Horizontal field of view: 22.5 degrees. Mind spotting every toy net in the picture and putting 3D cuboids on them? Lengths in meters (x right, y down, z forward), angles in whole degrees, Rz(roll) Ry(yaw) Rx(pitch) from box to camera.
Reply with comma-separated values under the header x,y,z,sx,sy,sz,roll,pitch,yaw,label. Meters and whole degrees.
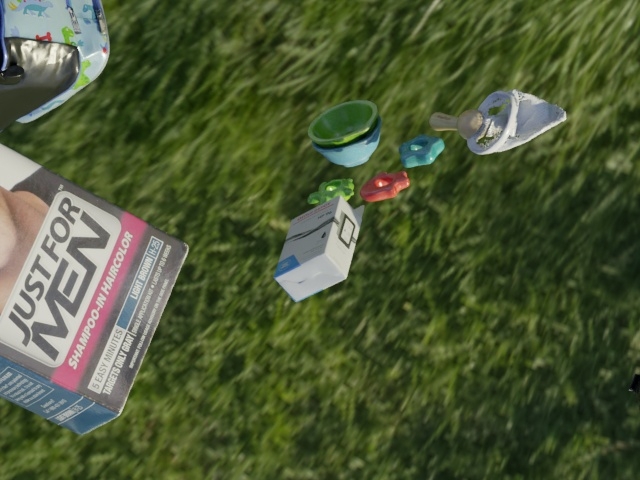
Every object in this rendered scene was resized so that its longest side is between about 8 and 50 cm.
x,y,z,sx,sy,sz,roll,pitch,yaw,label
0.098,-0.093,1.420,0.232,0.122,0.045,-12,120,19,toy net

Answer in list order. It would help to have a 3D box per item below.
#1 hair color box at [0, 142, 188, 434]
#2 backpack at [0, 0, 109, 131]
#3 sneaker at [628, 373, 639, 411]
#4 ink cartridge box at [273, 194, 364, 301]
x,y,z,sx,sy,sz,roll,pitch,yaw,label
-0.304,0.009,1.356,0.347,0.174,0.105,28,153,-17,hair color box
-0.162,-0.114,0.789,0.105,0.084,0.114,-26,72,41,backpack
0.267,0.091,1.149,0.058,0.152,0.084,19,102,27,sneaker
0.000,0.000,1.155,0.048,0.083,0.028,-26,119,30,ink cartridge box
